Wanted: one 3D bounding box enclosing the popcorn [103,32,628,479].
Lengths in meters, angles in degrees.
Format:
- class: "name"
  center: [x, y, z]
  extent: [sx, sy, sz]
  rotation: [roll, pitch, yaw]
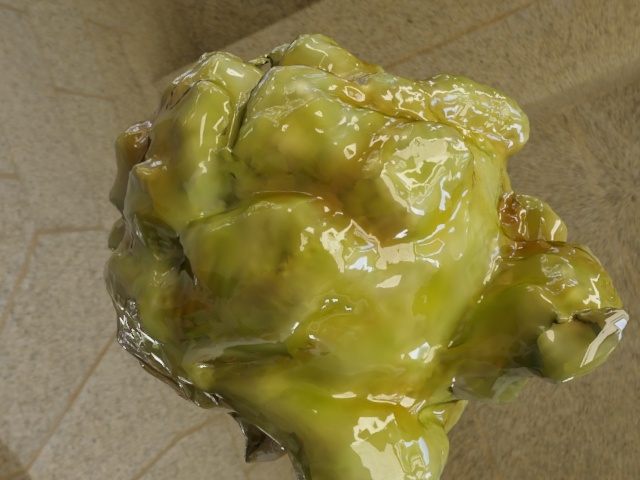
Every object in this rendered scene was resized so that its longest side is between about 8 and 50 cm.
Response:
- class: "popcorn"
  center: [0.003, 0.000, 0.604]
  extent: [0.279, 0.335, 0.274]
  rotation: [45, -107, -12]
